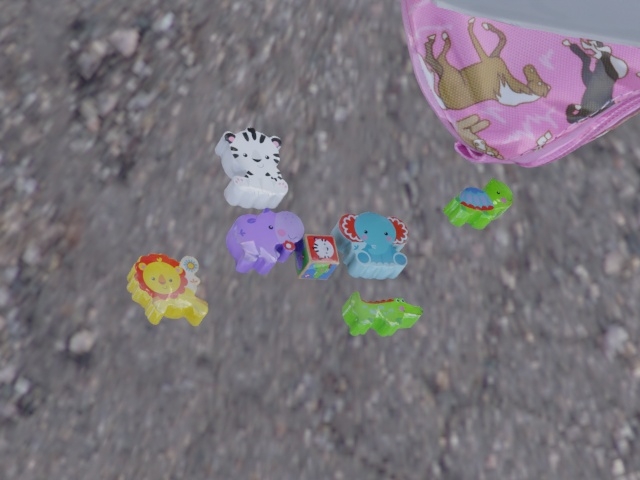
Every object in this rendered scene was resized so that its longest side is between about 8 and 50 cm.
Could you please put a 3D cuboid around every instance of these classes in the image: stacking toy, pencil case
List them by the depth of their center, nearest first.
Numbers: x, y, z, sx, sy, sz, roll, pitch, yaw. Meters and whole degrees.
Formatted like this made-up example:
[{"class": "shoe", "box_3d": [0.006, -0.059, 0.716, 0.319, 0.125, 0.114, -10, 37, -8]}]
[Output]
[{"class": "pencil case", "box_3d": [0.232, -0.181, 1.074, 0.386, 0.167, 0.160, -24, 127, 30]}, {"class": "stacking toy", "box_3d": [0.000, 0.000, 1.200, 0.221, 0.052, 0.167, 5, 146, -26]}]

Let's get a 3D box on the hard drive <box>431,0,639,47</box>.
[{"class": "hard drive", "box_3d": [0.163, -0.174, 0.406, 0.203, 0.040, 0.307, 13, 69, 20]}]
